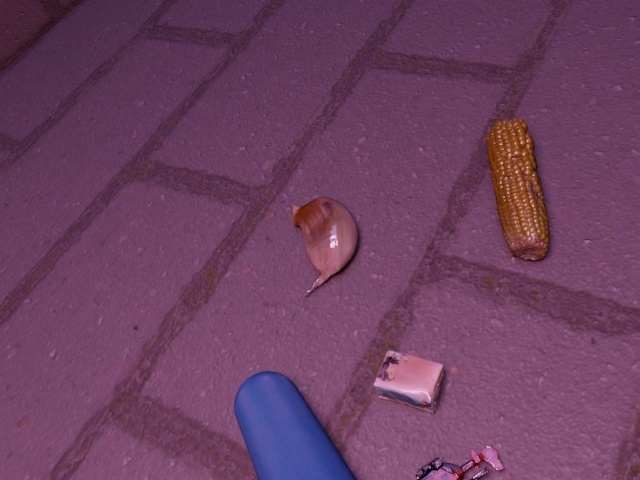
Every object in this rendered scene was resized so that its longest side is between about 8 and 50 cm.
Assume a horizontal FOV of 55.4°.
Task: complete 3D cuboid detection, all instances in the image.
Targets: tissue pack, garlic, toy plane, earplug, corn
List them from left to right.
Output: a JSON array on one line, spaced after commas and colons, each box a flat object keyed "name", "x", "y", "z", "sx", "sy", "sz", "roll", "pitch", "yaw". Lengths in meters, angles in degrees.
[{"name": "earplug", "x": -0.045, "y": 0.306, "z": 0.896, "sx": 0.132, "sy": 0.132, "sz": 0.273, "roll": -30, "pitch": 46, "yaw": -7}, {"name": "garlic", "x": 0.009, "y": 0.004, "z": 1.157, "sx": 0.128, "sy": 0.090, "sz": 0.198, "roll": -25, "pitch": 54, "yaw": 18}, {"name": "tissue pack", "x": 0.141, "y": 0.218, "z": 0.945, "sx": 0.094, "sy": 0.058, "sz": 0.074, "roll": 11, "pitch": 54, "yaw": 24}, {"name": "toy plane", "x": 0.185, "y": 0.332, "z": 0.855, "sx": 0.145, "sy": 0.037, "sz": 0.060, "roll": -30, "pitch": 53, "yaw": -5}, {"name": "corn", "x": 0.360, "y": -0.106, "z": 1.116, "sx": 0.097, "sy": 0.097, "sz": 0.320, "roll": -6, "pitch": 53, "yaw": 13}]
